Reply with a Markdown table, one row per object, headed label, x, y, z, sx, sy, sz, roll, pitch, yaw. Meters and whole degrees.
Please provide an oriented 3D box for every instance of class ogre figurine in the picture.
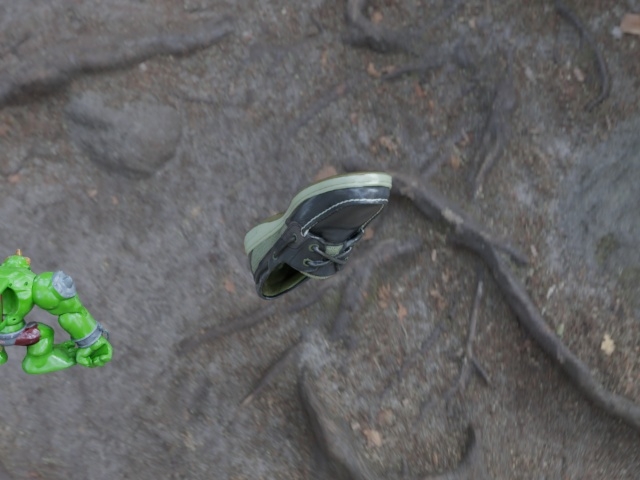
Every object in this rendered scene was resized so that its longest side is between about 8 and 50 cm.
| label | x | y | z | sx | sy | sz | roll | pitch | yaw |
| --- | --- | --- | --- | --- | --- | --- | --- | --- | --- |
| ogre figurine | -0.322 | 0.079 | 1.140 | 0.197 | 0.118 | 0.097 | 16 | 35 | 17 |

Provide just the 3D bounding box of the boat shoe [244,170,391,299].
| label | x | y | z | sx | sy | sz | roll | pitch | yaw |
| --- | --- | --- | --- | --- | --- | --- | --- | --- | --- |
| boat shoe | -0.001 | 0.000 | 0.990 | 0.080 | 0.223 | 0.073 | 1 | 73 | -31 |
